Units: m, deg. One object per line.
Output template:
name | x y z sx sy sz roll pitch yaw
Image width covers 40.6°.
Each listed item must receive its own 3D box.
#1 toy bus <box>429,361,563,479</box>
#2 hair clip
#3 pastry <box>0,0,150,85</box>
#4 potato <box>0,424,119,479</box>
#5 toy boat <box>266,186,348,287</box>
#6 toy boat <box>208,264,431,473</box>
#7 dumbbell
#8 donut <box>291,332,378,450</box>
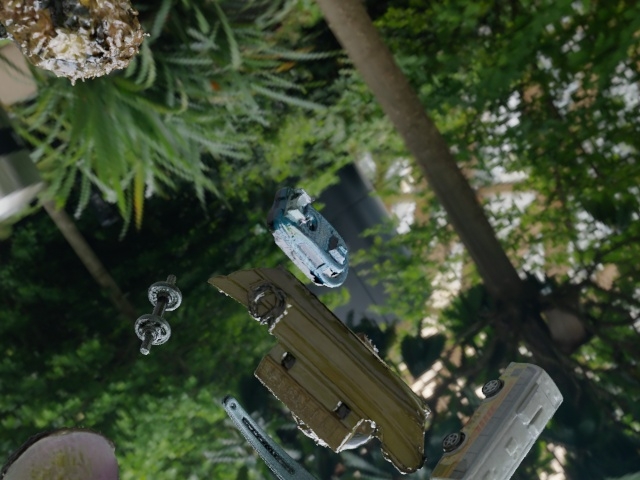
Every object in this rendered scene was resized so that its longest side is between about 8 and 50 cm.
toy bus | 0.284 0.309 1.383 0.268 0.092 0.106 -45 -164 -29
hair clip | -0.067 0.303 1.225 0.039 0.229 0.070 -49 -166 -24
pastry | -0.344 -0.339 1.160 0.193 0.275 0.275 -47 -175 10
potato | -0.514 0.501 1.646 0.229 0.229 0.266 -40 168 -41
toy boat | 0.000 0.000 1.993 0.092 0.299 0.134 -8 -128 35
toy boat | -0.004 0.202 1.385 0.162 0.445 0.136 -46 168 -1
dumbbell | -0.358 0.160 1.922 0.081 0.081 0.254 -29 -153 25
donut | 0.028 0.281 1.621 0.096 0.216 0.230 -13 -173 40
